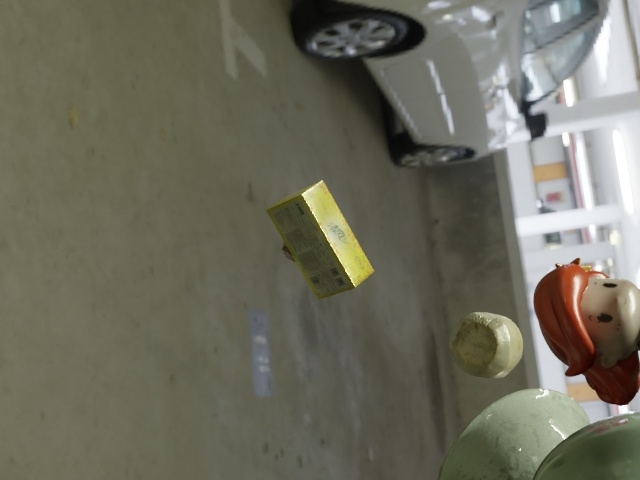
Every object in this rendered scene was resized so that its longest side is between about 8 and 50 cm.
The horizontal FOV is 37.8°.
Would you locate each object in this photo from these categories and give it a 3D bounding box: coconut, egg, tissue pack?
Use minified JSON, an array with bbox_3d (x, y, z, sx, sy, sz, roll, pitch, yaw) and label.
[{"bbox_3d":[0.387,0.244,2.177,0.162,0.161,0.161,22,60,-62],"label":"coconut"},{"bbox_3d":[0.453,0.336,1.229,0.230,0.371,0.230,170,-90,-79],"label":"egg"},{"bbox_3d":[0.000,0.000,1.519,0.062,0.095,0.176,-36,100,-42],"label":"tissue pack"}]

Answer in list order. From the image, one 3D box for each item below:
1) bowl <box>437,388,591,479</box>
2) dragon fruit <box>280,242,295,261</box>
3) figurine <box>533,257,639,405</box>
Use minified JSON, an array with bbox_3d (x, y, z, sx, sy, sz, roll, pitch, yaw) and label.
[{"bbox_3d":[0.367,0.419,1.562,0.146,0.313,0.313,42,-28,60],"label":"bowl"},{"bbox_3d":[-0.036,0.007,2.217,0.102,0.147,0.096,-56,140,-21],"label":"dragon fruit"},{"bbox_3d":[0.400,0.121,1.158,0.208,0.257,0.181,11,86,-66],"label":"figurine"}]
